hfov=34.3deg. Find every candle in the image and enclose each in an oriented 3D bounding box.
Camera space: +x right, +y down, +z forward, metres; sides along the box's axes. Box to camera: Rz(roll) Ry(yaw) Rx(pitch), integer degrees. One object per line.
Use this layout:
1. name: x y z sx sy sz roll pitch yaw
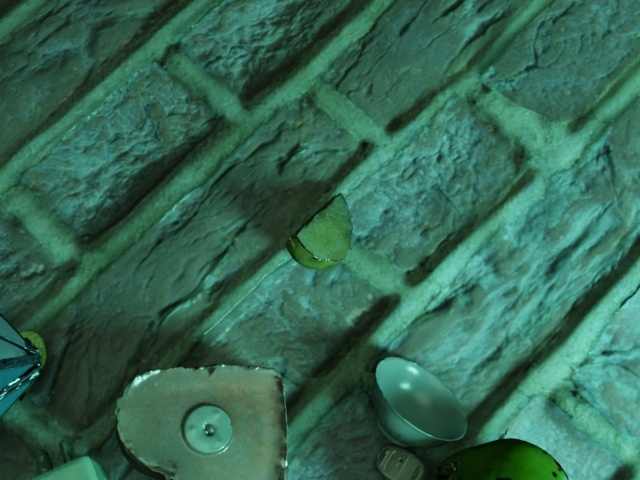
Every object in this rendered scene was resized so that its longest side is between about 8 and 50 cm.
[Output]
1. candle: -0.180 0.327 1.762 0.317 0.131 0.287 41 68 4

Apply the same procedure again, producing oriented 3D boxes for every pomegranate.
1. pomegranate: 0.296 0.447 1.660 0.270 0.254 0.254 35 74 0

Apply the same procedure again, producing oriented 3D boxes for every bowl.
1. bowl: 0.150 0.296 1.771 0.189 0.189 0.086 42 115 14

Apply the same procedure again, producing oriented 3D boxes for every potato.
1. potato: 0.000 0.000 1.912 0.100 0.089 0.172 46 43 -5
2. potato: -0.524 0.216 1.832 0.096 0.066 0.103 43 74 10

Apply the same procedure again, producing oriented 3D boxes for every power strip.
1. power strip: -0.416 0.436 1.712 0.139 0.140 0.224 -24 72 -7

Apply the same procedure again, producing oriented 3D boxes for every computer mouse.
1. computer mouse: 0.141 0.392 1.778 0.096 0.039 0.066 28 72 18

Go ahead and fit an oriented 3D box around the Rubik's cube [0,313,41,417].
1. Rubik's cube: -0.690 0.209 1.670 0.305 0.307 0.310 -46 77 9
